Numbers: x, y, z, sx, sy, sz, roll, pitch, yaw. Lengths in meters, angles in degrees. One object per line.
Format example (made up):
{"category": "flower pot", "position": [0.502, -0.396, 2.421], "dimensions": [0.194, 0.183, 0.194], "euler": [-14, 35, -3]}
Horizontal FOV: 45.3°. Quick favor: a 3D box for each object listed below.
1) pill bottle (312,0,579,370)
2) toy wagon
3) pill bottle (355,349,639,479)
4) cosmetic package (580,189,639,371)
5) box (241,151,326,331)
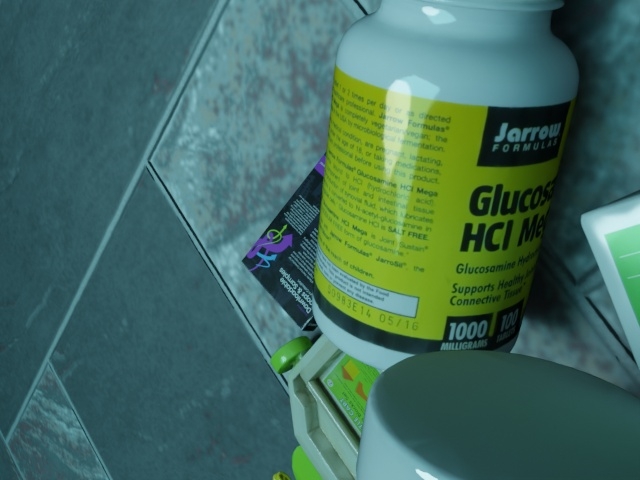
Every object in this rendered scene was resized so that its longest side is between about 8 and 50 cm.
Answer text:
{"category": "pill bottle", "position": [0.098, -0.072, 0.624], "dimensions": [0.188, 0.188, 0.333], "euler": [27, 123, 38]}
{"category": "toy wagon", "position": [0.047, 0.216, 0.874], "dimensions": [0.267, 0.068, 0.344], "euler": [54, 136, 19]}
{"category": "pill bottle", "position": [0.101, 0.288, 0.511], "dimensions": [0.224, 0.224, 0.391], "euler": [22, 113, 40]}
{"category": "cosmetic package", "position": [0.337, 0.113, 0.467], "dimensions": [0.197, 0.155, 0.365], "euler": [-24, 85, 45]}
{"category": "box", "position": [0.000, 0.000, 0.816], "dimensions": [0.162, 0.029, 0.116], "euler": [-50, 59, 11]}
